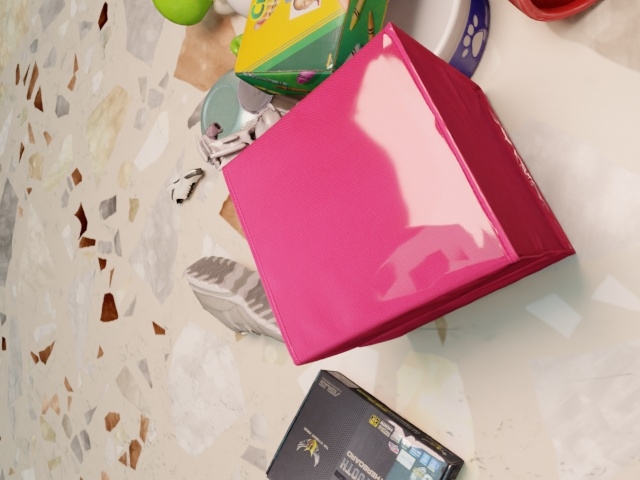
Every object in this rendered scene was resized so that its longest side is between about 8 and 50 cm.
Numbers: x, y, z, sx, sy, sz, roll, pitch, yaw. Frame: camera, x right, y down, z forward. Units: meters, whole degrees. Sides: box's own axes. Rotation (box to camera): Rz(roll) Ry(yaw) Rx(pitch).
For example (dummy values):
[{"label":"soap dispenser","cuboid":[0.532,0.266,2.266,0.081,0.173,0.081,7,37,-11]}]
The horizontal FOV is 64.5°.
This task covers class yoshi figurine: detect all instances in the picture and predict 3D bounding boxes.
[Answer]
[{"label":"yoshi figurine","cuboid":[-0.168,-0.428,0.880,0.362,0.203,0.203,29,111,39]}]

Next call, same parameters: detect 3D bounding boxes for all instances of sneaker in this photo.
[{"label":"sneaker","cuboid":[-0.273,-0.112,1.042,0.109,0.040,0.043,-31,85,37]},{"label":"sneaker","cuboid":[-0.107,0.116,0.872,0.281,0.105,0.115,22,135,34]}]

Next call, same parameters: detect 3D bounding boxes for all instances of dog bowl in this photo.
[{"label":"dog bowl","cuboid":[0.093,-0.297,0.713,0.265,0.104,0.264,-4,84,38]}]

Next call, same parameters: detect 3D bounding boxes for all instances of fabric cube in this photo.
[{"label":"fabric cube","cuboid":[0.091,-0.035,0.595,0.258,0.259,0.254,-34,70,31]}]

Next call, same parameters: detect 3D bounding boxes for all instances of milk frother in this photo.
[{"label":"milk frother","cuboid":[-0.080,-0.243,0.828,0.143,0.135,0.129,-13,78,38]}]

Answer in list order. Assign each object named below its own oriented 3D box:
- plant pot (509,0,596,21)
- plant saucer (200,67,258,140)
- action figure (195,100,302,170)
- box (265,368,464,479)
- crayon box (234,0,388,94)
[{"label":"plant pot","cuboid":[0.243,-0.367,0.544,0.191,0.191,0.174,-46,59,27]},{"label":"plant saucer","cuboid":[-0.178,-0.241,0.970,0.195,0.037,0.194,-2,86,38]},{"label":"action figure","cuboid":[-0.079,-0.137,0.722,0.285,0.186,0.099,153,107,-80]},{"label":"box","cuboid":[0.052,0.318,0.706,0.233,0.059,0.183,28,90,38]},{"label":"crayon box","cuboid":[0.003,-0.331,0.652,0.165,0.081,0.278,13,88,36]}]
